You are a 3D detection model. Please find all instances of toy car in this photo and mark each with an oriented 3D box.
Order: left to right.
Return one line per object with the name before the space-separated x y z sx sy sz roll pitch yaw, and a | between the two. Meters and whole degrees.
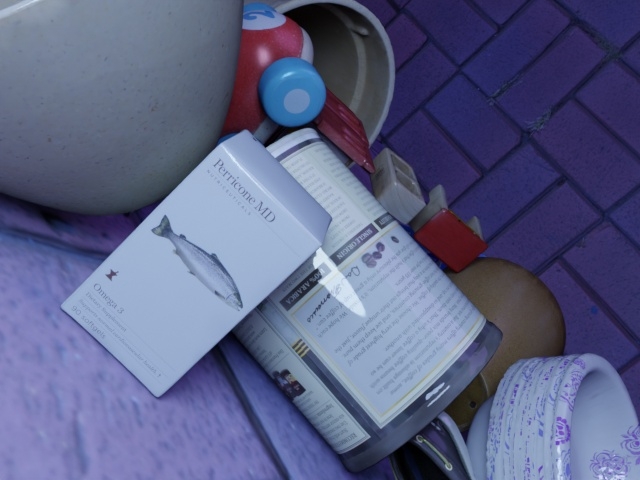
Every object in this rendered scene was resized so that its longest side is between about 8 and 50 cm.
toy car | -0.150 -0.204 0.827 0.238 0.210 0.219 24 25 -34

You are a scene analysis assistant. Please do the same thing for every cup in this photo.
cup | -0.194 -0.157 0.559 0.331 0.331 0.237 58 -7 40

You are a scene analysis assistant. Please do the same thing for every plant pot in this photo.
plant pot | -0.097 -0.290 1.220 0.334 0.334 0.305 32 8 -46
plant pot | 0.216 0.166 1.033 0.237 0.237 0.254 49 27 8

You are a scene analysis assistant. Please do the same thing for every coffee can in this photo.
coffee can | 0.012 0.056 0.712 0.275 0.201 0.201 48 14 5

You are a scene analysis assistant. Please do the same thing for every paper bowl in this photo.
paper bowl | 0.273 0.280 0.839 0.284 0.148 0.284 19 66 -49

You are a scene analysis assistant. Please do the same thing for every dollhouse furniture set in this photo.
dollhouse furniture set | 0.050 -0.031 1.013 0.374 0.201 0.152 37 24 -23

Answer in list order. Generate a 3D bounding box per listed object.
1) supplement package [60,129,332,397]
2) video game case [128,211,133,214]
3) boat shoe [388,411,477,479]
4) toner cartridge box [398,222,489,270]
supplement package | -0.092 0.014 0.561 0.105 0.179 0.105 45 14 -6
video game case | -0.256 -0.145 0.804 0.232 0.042 0.210 45 14 -10
boat shoe | 0.137 0.281 0.711 0.069 0.081 0.227 -17 76 -54
toner cartridge box | 0.242 0.038 1.422 0.165 0.075 0.348 22 2 -15
